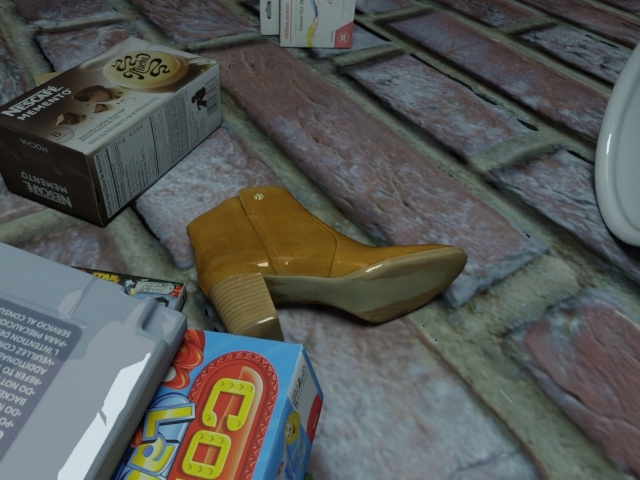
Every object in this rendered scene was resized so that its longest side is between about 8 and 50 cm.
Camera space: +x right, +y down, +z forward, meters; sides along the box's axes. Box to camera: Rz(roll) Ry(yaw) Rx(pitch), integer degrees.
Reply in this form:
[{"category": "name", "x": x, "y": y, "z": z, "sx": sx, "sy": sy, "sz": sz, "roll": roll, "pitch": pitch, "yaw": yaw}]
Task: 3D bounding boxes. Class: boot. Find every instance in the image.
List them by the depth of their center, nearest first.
[{"category": "boot", "x": -0.001, "y": 0.001, "z": 0.611, "sx": 0.294, "sy": 0.104, "sz": 0.211, "roll": -15, "pitch": 47, "yaw": -15}]

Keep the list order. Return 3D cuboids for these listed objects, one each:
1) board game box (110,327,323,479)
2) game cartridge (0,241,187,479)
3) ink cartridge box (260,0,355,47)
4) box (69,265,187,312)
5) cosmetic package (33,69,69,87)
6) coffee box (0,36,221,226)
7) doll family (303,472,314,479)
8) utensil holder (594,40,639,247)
[{"category": "board game box", "x": -0.182, "y": 0.197, "z": 0.326, "sx": 0.301, "sy": 0.086, "sz": 0.309, "roll": 4, "pitch": 50, "yaw": 17}, {"category": "game cartridge", "x": -0.254, "y": 0.080, "z": 0.298, "sx": 0.293, "sy": 0.060, "sz": 0.196, "roll": 19, "pitch": 50, "yaw": 4}, {"category": "ink cartridge box", "x": -0.030, "y": -0.481, "z": 1.110, "sx": 0.197, "sy": 0.115, "sz": 0.067, "roll": -2, "pitch": 44, "yaw": -6}, {"category": "box", "x": -0.226, "y": 0.078, "z": 0.561, "sx": 0.136, "sy": 0.027, "sz": 0.094, "roll": 9, "pitch": 45, "yaw": 3}, {"category": "cosmetic package", "x": -0.426, "y": -0.264, "z": 0.894, "sx": 0.115, "sy": 0.041, "sz": 0.060, "roll": -19, "pitch": 49, "yaw": -24}, {"category": "coffee box", "x": -0.294, "y": -0.173, "z": 0.753, "sx": 0.168, "sy": 0.119, "sz": 0.297, "roll": 20, "pitch": 45, "yaw": 14}, {"category": "doll family", "x": -0.092, "y": 0.223, "z": 0.389, "sx": 0.192, "sy": 0.076, "sz": 0.111, "roll": -29, "pitch": 53, "yaw": -17}, {"category": "utensil holder", "x": 0.618, "y": -0.123, "z": 0.648, "sx": 0.384, "sy": 0.328, "sz": 0.328, "roll": 9, "pitch": 43, "yaw": 1}]
